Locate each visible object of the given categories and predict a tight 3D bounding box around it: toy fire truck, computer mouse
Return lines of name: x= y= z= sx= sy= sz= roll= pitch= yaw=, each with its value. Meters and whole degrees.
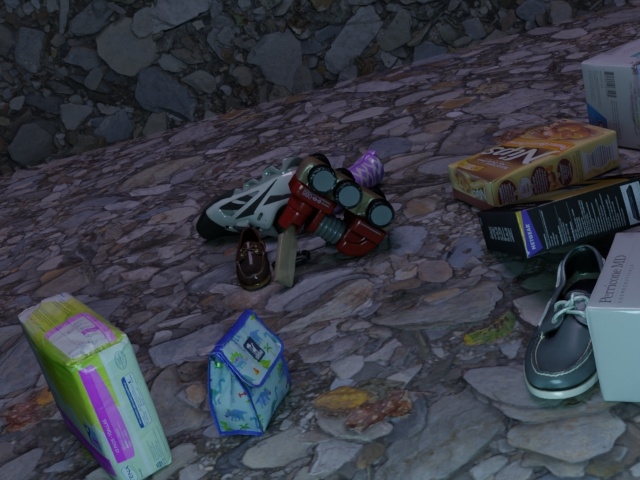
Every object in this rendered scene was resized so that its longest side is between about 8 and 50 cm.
toy fire truck: x=0.008 y=-0.019 z=1.754 sx=0.246 sy=0.217 sz=0.158 roll=-56 pitch=18 yaw=13
computer mouse: x=0.000 y=0.000 z=1.852 sx=0.242 sy=0.041 sz=0.071 roll=-26 pitch=24 yaw=-22

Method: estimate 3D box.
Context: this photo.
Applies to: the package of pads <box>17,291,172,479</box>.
package of pads: x=-0.356 y=0.216 z=1.324 sx=0.101 sy=0.229 sz=0.296 roll=-27 pitch=24 yaw=-27

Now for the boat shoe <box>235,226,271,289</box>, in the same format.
boat shoe: x=-0.150 y=0.035 z=1.831 sx=0.073 sy=0.073 sz=0.207 roll=-16 pitch=23 yaw=-2

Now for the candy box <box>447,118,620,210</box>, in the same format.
candy box: x=0.461 y=-0.163 z=1.858 sx=0.316 sy=0.087 sz=0.183 roll=-22 pitch=22 yaw=-14

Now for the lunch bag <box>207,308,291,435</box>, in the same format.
lunch bag: x=-0.113 y=0.199 z=1.301 sx=0.096 sy=0.151 sz=0.129 roll=-7 pitch=23 yaw=23

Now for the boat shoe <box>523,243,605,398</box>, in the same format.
boat shoe: x=0.361 y=0.111 z=1.250 sx=0.116 sy=0.099 sz=0.319 roll=-3 pitch=25 yaw=31

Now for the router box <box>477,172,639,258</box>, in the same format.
router box: x=0.425 y=-0.046 z=1.488 sx=0.243 sy=0.081 sz=0.309 roll=-16 pitch=2 yaw=-1

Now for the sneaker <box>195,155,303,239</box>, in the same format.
sneaker: x=-0.155 y=-0.055 z=1.998 sx=0.330 sy=0.146 sz=0.122 roll=-30 pitch=-16 yaw=30

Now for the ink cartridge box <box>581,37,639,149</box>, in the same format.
ink cartridge box: x=0.755 y=-0.323 z=1.893 sx=0.197 sy=0.198 sz=0.270 roll=-24 pitch=24 yaw=-22

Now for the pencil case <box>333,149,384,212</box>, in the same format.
pencil case: x=0.069 y=-0.142 z=2.083 sx=0.086 sy=0.088 sz=0.206 roll=6 pitch=30 yaw=40

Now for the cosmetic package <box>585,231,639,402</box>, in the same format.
cosmetic package: x=0.556 y=0.093 z=1.083 sx=0.385 sy=0.156 sz=0.217 roll=-2 pitch=28 yaw=30
